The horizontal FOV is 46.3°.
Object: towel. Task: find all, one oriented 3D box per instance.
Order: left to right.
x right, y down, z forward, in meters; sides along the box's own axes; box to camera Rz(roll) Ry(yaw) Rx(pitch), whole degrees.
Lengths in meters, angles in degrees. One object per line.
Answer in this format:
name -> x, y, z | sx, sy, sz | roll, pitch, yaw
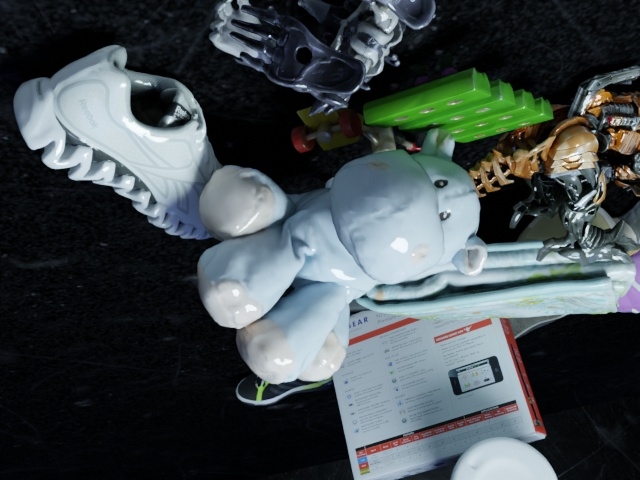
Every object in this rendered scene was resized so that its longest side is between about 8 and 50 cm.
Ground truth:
towel -> 0.265, 0.073, 1.130 | 0.374, 0.090, 0.320 | -5, 168, 18

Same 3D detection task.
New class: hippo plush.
hippo plush -> 0.046, 0.020, 0.755 | 0.236, 0.235, 0.294 | -12, 175, 33

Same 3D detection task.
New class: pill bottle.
pill bottle -> 0.286, 0.421, 1.210 | 0.160, 0.161, 0.283 | -13, 154, 2

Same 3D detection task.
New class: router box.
router box -> 0.191, 0.246, 1.343 | 0.335, 0.301, 0.082 | -22, 153, 22

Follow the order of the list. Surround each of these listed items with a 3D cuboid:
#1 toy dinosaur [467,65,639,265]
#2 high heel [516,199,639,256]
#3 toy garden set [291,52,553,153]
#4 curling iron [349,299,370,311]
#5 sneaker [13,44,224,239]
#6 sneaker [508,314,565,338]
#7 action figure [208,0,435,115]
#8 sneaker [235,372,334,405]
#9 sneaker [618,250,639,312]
toy dinosaur -> 0.300, -0.100, 0.907 | 0.321, 0.164, 0.219 | -4, 132, 13
high heel -> 0.411, 0.007, 1.189 | 0.261, 0.093, 0.186 | -15, 152, -12
toy garden set -> 0.106, -0.134, 0.779 | 0.203, 0.049, 0.244 | -13, 176, 32
curling iron -> -0.033, 0.116, 1.282 | 0.273, 0.035, 0.068 | -5, 158, -13
sneaker -> -0.150, -0.088, 0.741 | 0.118, 0.110, 0.292 | -31, 150, 17
sneaker -> 0.434, 0.129, 1.495 | 0.222, 0.083, 0.118 | -33, 167, 23
action figure -> 0.008, -0.179, 0.576 | 0.164, 0.141, 0.276 | -49, -174, 11
sneaker -> -0.074, 0.270, 1.562 | 0.234, 0.084, 0.097 | -17, 130, 7
sneaker -> 0.666, 0.118, 1.455 | 0.282, 0.102, 0.161 | 41, 139, -16
